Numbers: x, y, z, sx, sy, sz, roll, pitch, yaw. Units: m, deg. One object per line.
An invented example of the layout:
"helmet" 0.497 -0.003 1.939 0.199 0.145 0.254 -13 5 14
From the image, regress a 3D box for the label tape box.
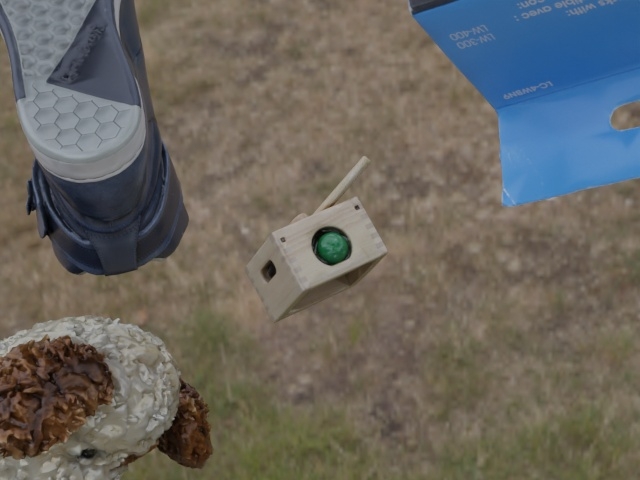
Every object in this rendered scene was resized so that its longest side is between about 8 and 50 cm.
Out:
"label tape box" 0.177 -0.218 0.835 0.249 0.115 0.348 -13 76 34

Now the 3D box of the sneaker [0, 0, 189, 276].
"sneaker" -0.134 -0.086 0.793 0.086 0.163 0.226 -10 56 -2

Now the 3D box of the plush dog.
"plush dog" -0.192 0.122 0.894 0.225 0.262 0.210 -24 75 17

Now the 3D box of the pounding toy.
"pounding toy" 0.000 0.000 1.466 0.130 0.141 0.100 -24 78 -26
